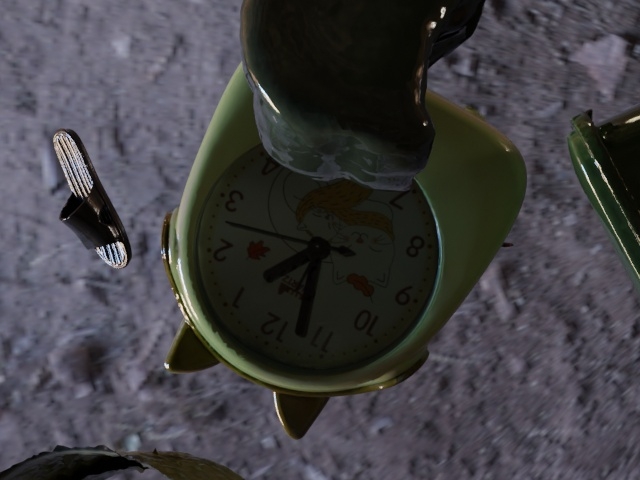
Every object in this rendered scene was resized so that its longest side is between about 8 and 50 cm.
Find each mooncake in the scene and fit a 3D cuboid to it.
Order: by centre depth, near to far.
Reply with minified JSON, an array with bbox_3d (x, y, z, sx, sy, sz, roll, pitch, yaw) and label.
[{"bbox_3d":[0.032,-0.116,1.072,0.175,0.104,0.168,-36,66,-14],"label":"mooncake"}]

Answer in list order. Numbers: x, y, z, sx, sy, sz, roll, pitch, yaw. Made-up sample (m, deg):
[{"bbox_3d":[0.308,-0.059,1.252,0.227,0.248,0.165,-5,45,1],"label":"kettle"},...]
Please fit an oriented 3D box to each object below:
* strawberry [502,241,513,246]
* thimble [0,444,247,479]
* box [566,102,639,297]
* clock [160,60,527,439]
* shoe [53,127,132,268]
[{"bbox_3d":[0.086,-0.043,1.748,0.208,0.167,0.087,35,124,20],"label":"strawberry"},{"bbox_3d":[-0.154,0.292,1.345,0.271,0.150,0.270,-2,84,20],"label":"thimble"},{"bbox_3d":[0.329,-0.021,1.443,0.178,0.329,0.252,-27,89,11],"label":"box"},{"bbox_3d":[0.000,0.000,1.609,0.286,0.117,0.348,29,98,-2],"label":"clock"},{"bbox_3d":[-0.252,-0.038,1.808,0.062,0.053,0.159,-19,94,51],"label":"shoe"}]
